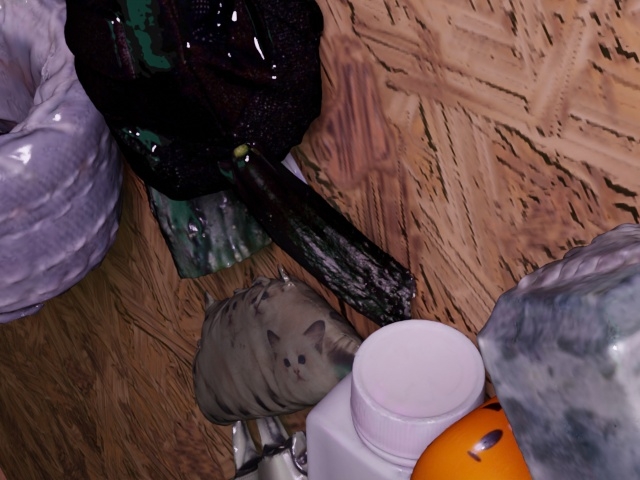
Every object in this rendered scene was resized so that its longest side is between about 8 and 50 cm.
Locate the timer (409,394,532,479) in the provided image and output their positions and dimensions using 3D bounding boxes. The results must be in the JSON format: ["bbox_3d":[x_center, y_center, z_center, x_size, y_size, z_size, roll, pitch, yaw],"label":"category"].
[{"bbox_3d":[0.082,0.131,0.587,0.099,0.136,0.136,30,142,61],"label":"timer"}]

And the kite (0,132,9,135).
[{"bbox_3d":[-0.320,-0.128,1.216,0.321,0.016,0.234,52,178,-20],"label":"kite"}]

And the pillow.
[{"bbox_3d":[-0.037,0.067,0.845,0.241,0.051,0.093,-23,90,62],"label":"pillow"}]

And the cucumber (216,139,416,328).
[{"bbox_3d":[0.000,0.002,0.660,0.033,0.034,0.135,-26,129,38],"label":"cucumber"}]

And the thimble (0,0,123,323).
[{"bbox_3d":[-0.249,-0.068,0.960,0.236,0.205,0.172,47,154,31],"label":"thimble"}]

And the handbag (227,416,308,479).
[{"bbox_3d":[-0.024,0.237,0.960,0.315,0.109,0.241,63,157,8],"label":"handbag"}]

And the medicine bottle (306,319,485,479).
[{"bbox_3d":[0.049,0.124,0.704,0.119,0.069,0.183,32,146,28],"label":"medicine bottle"}]

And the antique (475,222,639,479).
[{"bbox_3d":[0.134,0.084,0.461,0.086,0.088,0.183,-6,110,65],"label":"antique"}]

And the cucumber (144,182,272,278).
[{"bbox_3d":[-0.098,-0.084,0.803,0.078,0.062,0.211,10,124,63],"label":"cucumber"}]

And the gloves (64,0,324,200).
[{"bbox_3d":[-0.070,-0.126,0.646,0.164,0.124,0.203,12,136,39],"label":"gloves"}]

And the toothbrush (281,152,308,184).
[{"bbox_3d":[0.007,-0.006,0.733,0.131,0.011,0.013,56,136,15],"label":"toothbrush"}]
